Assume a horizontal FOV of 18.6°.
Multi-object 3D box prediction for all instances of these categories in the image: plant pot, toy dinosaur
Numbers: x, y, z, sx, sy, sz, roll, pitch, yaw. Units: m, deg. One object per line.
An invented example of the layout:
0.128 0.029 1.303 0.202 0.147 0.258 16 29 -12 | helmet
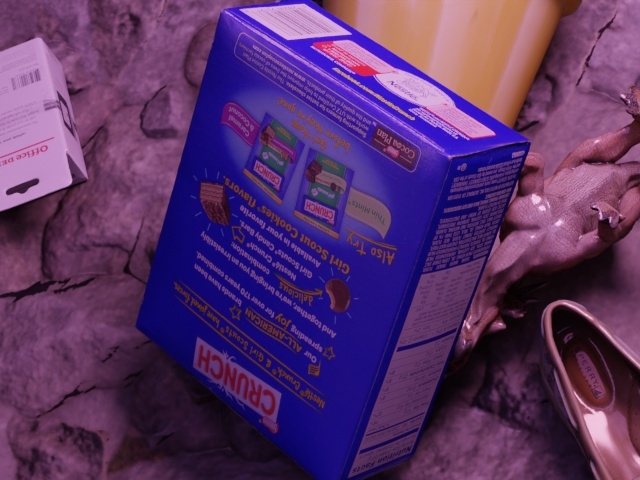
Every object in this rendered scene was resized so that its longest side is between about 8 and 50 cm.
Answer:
0.104 -0.196 1.751 0.254 0.254 0.239 9 83 21 | plant pot
0.206 -0.015 1.685 0.295 0.200 0.127 -23 66 -28 | toy dinosaur

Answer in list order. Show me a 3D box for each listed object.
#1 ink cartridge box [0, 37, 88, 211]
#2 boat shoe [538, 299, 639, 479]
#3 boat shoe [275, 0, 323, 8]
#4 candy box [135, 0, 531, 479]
-0.294 -0.098 1.915 0.104 0.060 0.180 -20 60 6 | ink cartridge box
0.260 0.173 1.589 0.104 0.089 0.285 -35 60 -3 | boat shoe
-0.014 -0.203 1.873 0.084 0.079 0.233 14 67 25 | boat shoe
0.000 0.000 1.631 0.268 0.122 0.317 36 120 32 | candy box
